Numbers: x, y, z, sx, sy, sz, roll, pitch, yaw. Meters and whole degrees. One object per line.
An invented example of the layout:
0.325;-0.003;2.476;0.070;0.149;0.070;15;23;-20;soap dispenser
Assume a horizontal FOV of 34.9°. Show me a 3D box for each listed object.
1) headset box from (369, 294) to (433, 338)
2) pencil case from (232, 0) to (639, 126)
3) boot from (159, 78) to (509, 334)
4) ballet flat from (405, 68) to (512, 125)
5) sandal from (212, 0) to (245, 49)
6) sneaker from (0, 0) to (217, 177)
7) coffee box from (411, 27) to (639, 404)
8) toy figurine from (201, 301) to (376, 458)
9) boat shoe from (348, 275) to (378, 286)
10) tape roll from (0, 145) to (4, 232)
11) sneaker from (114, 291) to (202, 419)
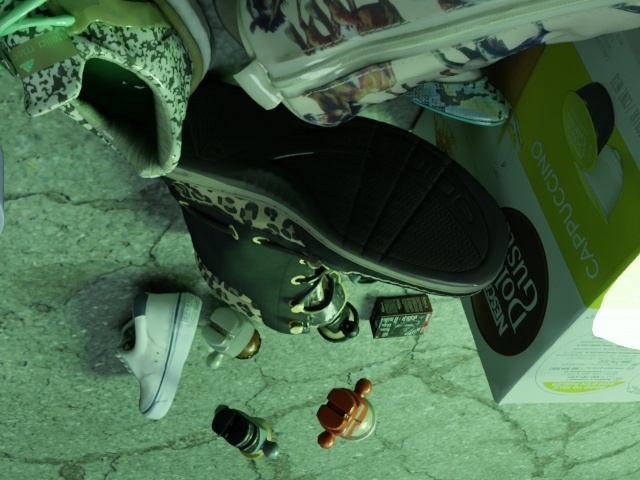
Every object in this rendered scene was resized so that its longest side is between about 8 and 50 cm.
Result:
0.116;0.106;1.420;0.083;0.032;0.062;-5;146;-12;headset box
0.129;-0.199;0.759;0.410;0.183;0.159;-11;118;34;pencil case
0.000;0.000;1.033;0.378;0.138;0.284;19;153;15;boot
0.090;-0.160;0.925;0.188;0.070;0.070;23;158;27;ballet flat
-0.034;-0.169;0.951;0.090;0.060;0.219;-15;146;4;sandal
-0.213;-0.186;0.760;0.158;0.182;0.410;-29;141;21;sneaker
0.328;-0.067;0.967;0.338;0.337;0.334;2;143;-22;coffee box
-0.040;0.172;1.314;0.210;0.213;0.148;-15;162;9;toy figurine
0.158;0.025;1.257;0.320;0.099;0.116;9;140;-28;boat shoe
-0.405;-0.051;0.986;0.189;0.080;0.189;-9;146;-6;tape roll
-0.221;0.144;1.335;0.091;0.094;0.258;15;136;-7;sneaker
